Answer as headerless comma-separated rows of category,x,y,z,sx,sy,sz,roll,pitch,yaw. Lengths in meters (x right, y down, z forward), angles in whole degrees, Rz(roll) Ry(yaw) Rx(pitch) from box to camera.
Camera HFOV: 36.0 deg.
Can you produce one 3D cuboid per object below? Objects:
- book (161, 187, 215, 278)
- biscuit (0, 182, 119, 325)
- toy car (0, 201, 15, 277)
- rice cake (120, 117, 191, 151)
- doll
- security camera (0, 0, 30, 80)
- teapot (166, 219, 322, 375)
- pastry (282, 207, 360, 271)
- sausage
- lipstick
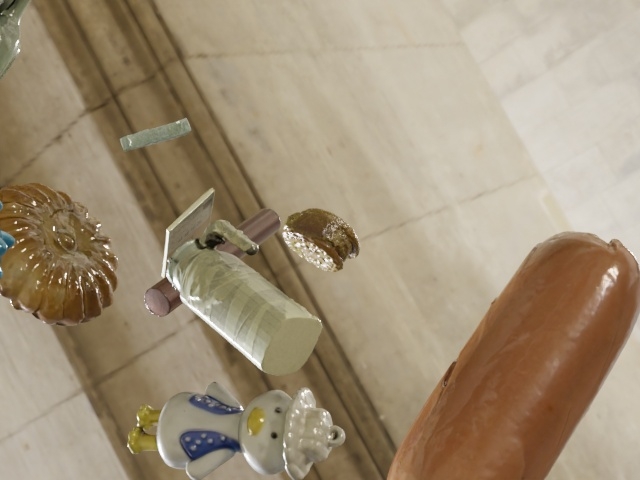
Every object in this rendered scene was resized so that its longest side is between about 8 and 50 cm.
book,-0.235,-0.011,1.739,0.118,0.012,0.172,-46,-12,-29
biscuit,-0.530,0.017,1.962,0.107,0.325,0.326,-38,-10,28
toy car,-0.557,-0.015,1.458,0.190,0.255,0.188,-3,17,13
rice cake,-0.332,-0.214,1.994,0.171,0.033,0.029,-24,3,-43
doll,-0.110,0.250,1.290,0.293,0.138,0.119,0,-39,18
security camera,-0.439,-0.314,1.379,0.301,0.080,0.157,-54,27,8
teapot,-0.087,0.054,1.100,0.077,0.200,0.107,8,-70,-48
pastry,0.000,0.000,1.349,0.057,0.109,0.097,-55,11,-23
sausage,0.177,0.122,0.863,0.304,0.121,0.121,-53,1,-18
lipstick,-0.180,0.030,1.731,0.057,0.057,0.357,-34,3,38
